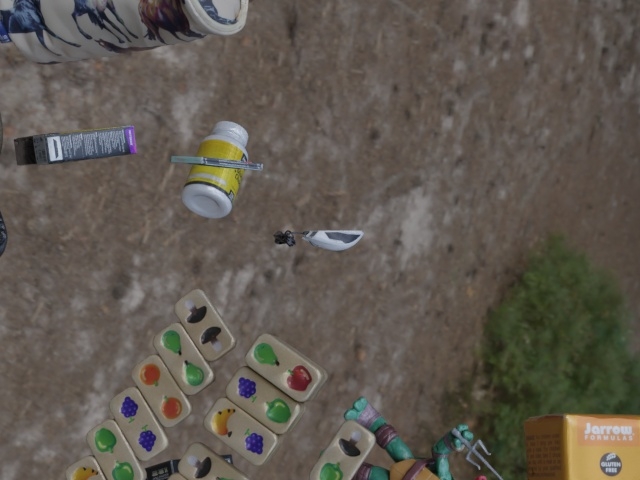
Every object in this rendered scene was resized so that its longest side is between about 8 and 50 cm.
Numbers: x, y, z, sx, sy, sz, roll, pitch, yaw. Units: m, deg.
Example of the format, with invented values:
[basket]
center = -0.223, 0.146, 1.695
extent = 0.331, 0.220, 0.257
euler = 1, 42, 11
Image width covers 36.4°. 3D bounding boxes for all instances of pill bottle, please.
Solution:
[pill bottle]
center = -0.202, -0.143, 1.924
extent = 0.103, 0.103, 0.184
euler = 57, 40, -47

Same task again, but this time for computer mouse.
[computer mouse]
center = 0.000, 0.000, 2.012
extent = 0.193, 0.106, 0.042
euler = 0, 89, -21

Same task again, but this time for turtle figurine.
[turtle figurine]
center = 0.116, 0.308, 1.249
extent = 0.175, 0.234, 0.118
euler = -49, 144, -20

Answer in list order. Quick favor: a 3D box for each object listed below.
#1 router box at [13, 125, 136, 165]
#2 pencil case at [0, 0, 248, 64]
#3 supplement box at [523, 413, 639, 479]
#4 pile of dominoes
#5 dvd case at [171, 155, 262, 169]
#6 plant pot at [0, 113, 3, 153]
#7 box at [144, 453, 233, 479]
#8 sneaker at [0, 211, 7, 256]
[router box]
center = -0.370, -0.141, 1.458
extent = 0.133, 0.179, 0.046
euler = -10, 98, -31
[pencil case]
center = -0.287, -0.354, 1.389
extent = 0.183, 0.411, 0.159
euler = 37, 60, -49
[supplement box]
center = 0.210, 0.250, 0.746
extent = 0.080, 0.078, 0.233
euler = 123, -33, -72
[pile of dominoes]
center = -0.097, 0.184, 0.749
extent = 0.251, 0.196, 0.040
euler = -56, 167, -2
[dvd case]
center = -0.165, -0.124, 1.553
extent = 0.120, 0.087, 0.013
euler = 4, 92, -43
[plant pot]
center = -0.678, -0.159, 1.407
extent = 0.280, 0.323, 0.323
euler = -50, 141, -52
[box]
center = -0.251, 0.412, 1.597
extent = 0.147, 0.180, 0.077
euler = 12, 60, -55
[sneaker]
center = -0.508, -0.058, 1.366
extent = 0.084, 0.097, 0.234
euler = 4, 62, -43
